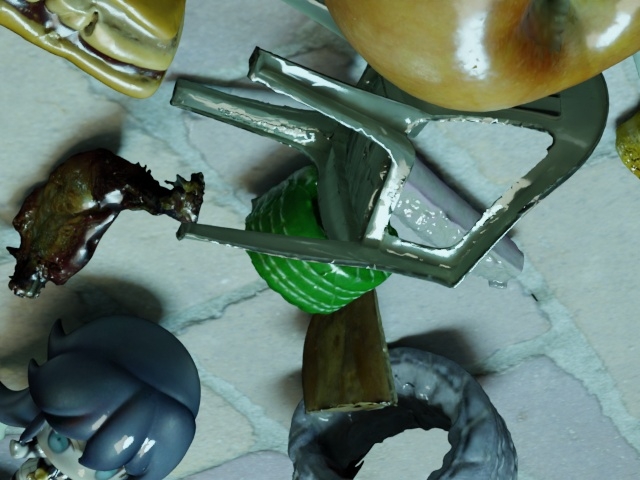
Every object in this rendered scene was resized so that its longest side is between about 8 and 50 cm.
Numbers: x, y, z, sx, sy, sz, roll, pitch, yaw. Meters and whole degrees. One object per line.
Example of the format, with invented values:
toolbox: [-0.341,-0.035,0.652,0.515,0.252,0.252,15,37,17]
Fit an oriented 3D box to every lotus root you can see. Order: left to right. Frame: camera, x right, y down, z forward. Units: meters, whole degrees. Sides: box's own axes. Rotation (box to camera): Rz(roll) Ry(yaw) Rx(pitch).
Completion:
lotus root: [0.027,0.121,1.338,0.095,0.135,0.159,-5,158,-3]

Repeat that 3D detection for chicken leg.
chicken leg: [-0.184,-0.025,1.097,0.051,0.106,0.253,16,153,-42]

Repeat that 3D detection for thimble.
thimble: [0.000,0.000,1.172,0.090,0.118,0.130,-32,113,34]
thimble: [0.093,0.241,1.453,0.236,0.205,0.172,-18,145,11]

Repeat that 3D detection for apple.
apple: [0.117,-0.199,0.820,0.254,0.253,0.253,-6,145,-4]

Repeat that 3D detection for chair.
chair: [0.048,-0.088,0.990,0.275,0.203,0.190,14,128,-22]

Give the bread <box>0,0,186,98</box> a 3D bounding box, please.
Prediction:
bread: [-0.164,-0.184,0.871,0.077,0.116,0.200,-28,141,33]

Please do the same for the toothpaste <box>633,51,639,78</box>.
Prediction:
toothpaste: [0.250,-0.190,1.030,0.060,0.038,0.233,-19,147,20]

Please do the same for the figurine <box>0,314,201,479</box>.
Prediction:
figurine: [-0.227,0.179,1.308,0.175,0.197,0.265,21,152,-38]

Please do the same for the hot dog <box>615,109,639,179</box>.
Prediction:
hot dog: [0.376,-0.134,1.111,0.083,0.068,0.289,30,131,-33]

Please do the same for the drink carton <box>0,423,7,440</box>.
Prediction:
drink carton: [-0.400,0.237,1.391,0.146,0.142,0.144,5,142,-16]

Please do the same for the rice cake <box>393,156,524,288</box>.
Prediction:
rice cake: [0.111,-0.025,1.214,0.049,0.055,0.270,-27,140,25]
